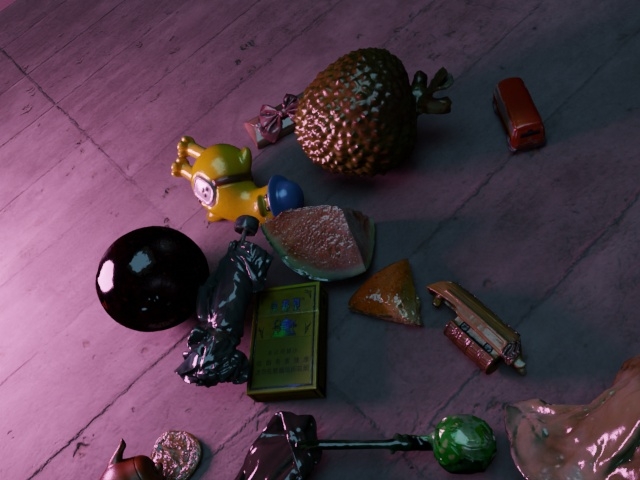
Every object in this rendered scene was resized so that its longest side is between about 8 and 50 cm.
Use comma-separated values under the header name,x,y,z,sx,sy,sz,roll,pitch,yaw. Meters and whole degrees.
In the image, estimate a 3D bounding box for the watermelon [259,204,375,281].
name,x,y,z,sx,sy,sz,roll,pitch,yaw
watermelon,0.003,0.019,1.199,0.231,0.128,0.146,-7,72,3

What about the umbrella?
name,x,y,z,sx,sy,sz,roll,pitch,yaw
umbrella,-0.174,0.113,1.147,0.143,0.094,0.349,7,64,6

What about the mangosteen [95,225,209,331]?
name,x,y,z,sx,sy,sz,roll,pitch,yaw
mangosteen,-0.352,0.063,1.233,0.228,0.228,0.265,-30,40,-1

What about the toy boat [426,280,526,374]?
name,x,y,z,sx,sy,sz,roll,pitch,yaw
toy boat,0.270,0.156,1.045,0.088,0.068,0.226,-43,55,-4

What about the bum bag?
name,x,y,z,sx,sy,sz,roll,pitch,yaw
bum bag,-0.104,0.437,0.992,0.142,0.080,0.326,26,73,39

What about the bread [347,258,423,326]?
name,x,y,z,sx,sy,sz,roll,pitch,yaw
bread,0.143,0.091,1.141,0.154,0.054,0.136,15,62,24

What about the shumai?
name,x,y,z,sx,sy,sz,roll,pitch,yaw
shumai,0.399,0.271,0.769,0.288,0.330,0.292,7,86,11

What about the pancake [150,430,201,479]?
name,x,y,z,sx,sy,sz,roll,pitch,yaw
pancake,-0.272,0.404,1.103,0.108,0.017,0.108,-9,57,13

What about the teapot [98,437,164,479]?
name,x,y,z,sx,sy,sz,roll,pitch,yaw
teapot,-0.323,0.436,1.047,0.116,0.116,0.173,-35,88,-5

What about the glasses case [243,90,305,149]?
name,x,y,z,sx,sy,sz,roll,pitch,yaw
glasses case,-0.094,-0.304,1.466,0.193,0.070,0.102,-28,55,0

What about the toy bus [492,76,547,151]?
name,x,y,z,sx,sy,sz,roll,pitch,yaw
toy bus,0.422,-0.278,1.265,0.079,0.077,0.174,-15,55,9

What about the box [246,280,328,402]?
name,x,y,z,sx,sy,sz,roll,pitch,yaw
box,-0.061,0.193,1.138,0.140,0.064,0.220,-10,58,16

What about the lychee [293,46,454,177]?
name,x,y,z,sx,sy,sz,roll,pitch,yaw
lychee,0.101,-0.275,1.265,0.319,0.270,0.270,-27,53,-13

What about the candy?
name,x,y,z,sx,sy,sz,roll,pitch,yaw
candy,0.118,0.328,0.954,0.323,0.097,0.097,-3,57,8

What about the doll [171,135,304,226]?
name,x,y,z,sx,sy,sz,roll,pitch,yaw
doll,-0.189,-0.116,1.354,0.363,0.145,0.200,30,111,23
